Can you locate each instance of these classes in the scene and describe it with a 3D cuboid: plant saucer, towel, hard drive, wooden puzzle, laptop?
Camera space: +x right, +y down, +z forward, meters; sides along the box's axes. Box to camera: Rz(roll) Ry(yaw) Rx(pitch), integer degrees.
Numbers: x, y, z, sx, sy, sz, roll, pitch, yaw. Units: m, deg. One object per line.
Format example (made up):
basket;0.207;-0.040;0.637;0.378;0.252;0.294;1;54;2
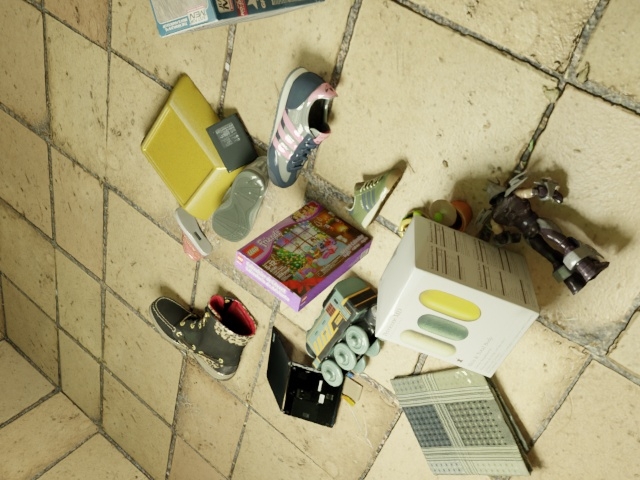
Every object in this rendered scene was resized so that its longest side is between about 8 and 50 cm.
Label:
plant saucer;-0.393;-0.251;1.819;0.333;0.081;0.332;53;134;4
towel;0.363;0.471;1.614;0.324;0.056;0.312;-21;96;46
hard drive;-0.239;-0.263;1.686;0.094;0.022;0.135;-26;96;3
wooden puzzle;0.088;0.436;1.840;0.078;0.014;0.116;33;130;17
laptop;-0.056;0.428;1.944;0.264;0.137;0.234;14;125;7

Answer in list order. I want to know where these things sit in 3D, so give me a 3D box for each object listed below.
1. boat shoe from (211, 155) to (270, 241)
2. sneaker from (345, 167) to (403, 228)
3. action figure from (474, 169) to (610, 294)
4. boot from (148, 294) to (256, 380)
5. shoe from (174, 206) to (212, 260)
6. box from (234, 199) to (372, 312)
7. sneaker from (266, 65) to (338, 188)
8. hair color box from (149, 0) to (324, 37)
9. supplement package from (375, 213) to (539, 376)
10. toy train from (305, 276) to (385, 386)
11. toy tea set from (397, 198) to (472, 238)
boat shoe;-0.216;-0.108;1.749;0.118;0.103;0.320;31;138;-1
sneaker;0.118;-0.113;1.477;0.086;0.064;0.192;39;136;10
action figure;0.434;-0.022;1.250;0.285;0.099;0.185;48;141;14
boot;-0.386;0.269;2.055;0.377;0.138;0.284;43;135;8
shoe;-0.421;-0.017;1.980;0.081;0.063;0.178;-28;98;40
box;-0.037;0.029;1.523;0.200;0.293;0.057;34;136;21
sneaker;-0.044;-0.247;1.508;0.131;0.112;0.319;33;131;26
hair color box;-0.165;-0.514;1.296;0.173;0.347;0.105;1;113;39
supplement package;0.275;0.115;1.298;0.262;0.198;0.199;20;124;-6
toy train;0.066;0.251;1.682;0.190;0.142;0.334;52;138;22
toy tea set;0.237;0.051;1.426;0.200;0.124;0.336;21;125;30
